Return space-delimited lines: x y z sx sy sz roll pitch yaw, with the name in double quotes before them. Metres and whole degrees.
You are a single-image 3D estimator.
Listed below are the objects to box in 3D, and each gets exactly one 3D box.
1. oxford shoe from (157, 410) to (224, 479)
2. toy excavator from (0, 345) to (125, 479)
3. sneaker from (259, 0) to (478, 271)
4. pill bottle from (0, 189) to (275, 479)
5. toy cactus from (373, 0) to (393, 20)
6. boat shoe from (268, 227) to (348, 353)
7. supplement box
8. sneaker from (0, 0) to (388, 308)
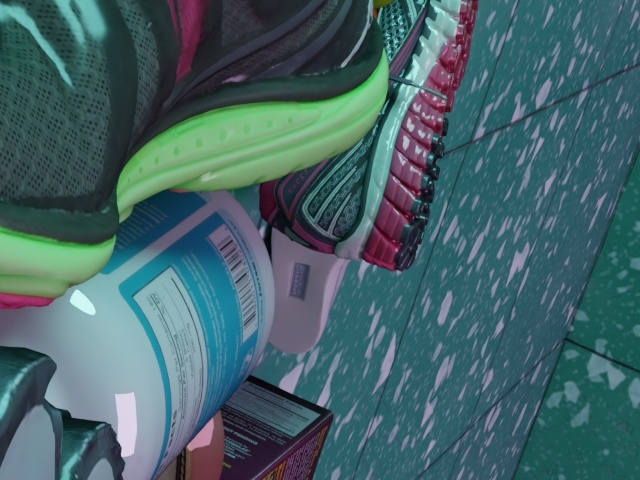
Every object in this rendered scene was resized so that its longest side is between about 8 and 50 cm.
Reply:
"oxford shoe" -0.155 0.222 1.056 0.130 0.123 0.348 -22 130 -43
"toy excavator" -0.209 0.256 0.527 0.433 0.222 0.445 86 14 -77
"sneaker" 0.044 -0.132 1.173 0.121 0.112 0.299 86 19 -67
"pill bottle" -0.122 0.053 0.781 0.264 0.146 0.146 -43 152 -69
"toy cactus" 0.012 -0.202 1.024 0.180 0.112 0.219 -74 178 -67
"boat shoe" 0.000 0.000 1.279 0.063 0.066 0.184 -68 169 -55
"supplement box" -0.074 0.186 1.263 0.188 0.080 0.104 -32 142 -61
"sneaker" -0.116 -0.101 0.682 0.483 0.185 0.202 -35 127 -65
